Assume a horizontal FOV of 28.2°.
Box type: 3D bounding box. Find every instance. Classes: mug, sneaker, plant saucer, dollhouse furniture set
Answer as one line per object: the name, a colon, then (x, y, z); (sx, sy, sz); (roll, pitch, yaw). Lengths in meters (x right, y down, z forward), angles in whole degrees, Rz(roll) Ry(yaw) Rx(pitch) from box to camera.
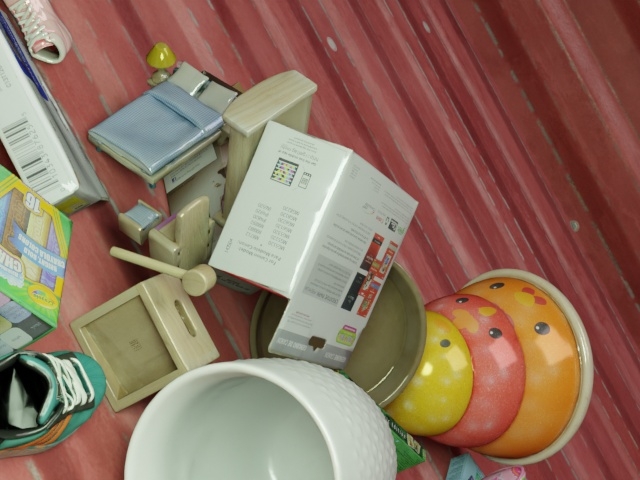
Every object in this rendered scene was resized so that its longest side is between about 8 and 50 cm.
mug: (-0.013, 0.317, 1.579); (0.374, 0.276, 0.328); (45, 13, 18)
sneaker: (-0.399, -0.303, 1.776); (0.134, 0.051, 0.070); (51, 22, -30)
plant saucer: (0.025, 0.138, 1.925); (0.278, 0.278, 0.041); (54, -7, -16)
dollhouse furniture set: (-0.202, -0.158, 1.722); (0.303, 0.198, 0.286); (35, 51, 23)
sneaker: (-0.310, 0.173, 1.388); (0.108, 0.121, 0.302); (64, 25, 4)

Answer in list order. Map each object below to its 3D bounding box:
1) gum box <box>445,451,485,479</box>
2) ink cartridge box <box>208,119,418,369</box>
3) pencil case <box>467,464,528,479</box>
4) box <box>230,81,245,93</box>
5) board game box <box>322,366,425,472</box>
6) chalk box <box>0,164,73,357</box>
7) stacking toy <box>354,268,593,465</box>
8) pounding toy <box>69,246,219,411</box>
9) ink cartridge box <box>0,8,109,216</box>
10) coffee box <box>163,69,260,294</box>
gum box: (0.272, 0.489, 2.237); (0.157, 0.041, 0.184); (56, 27, -14)
ink cartridge box: (-0.014, 0.018, 1.711); (0.272, 0.130, 0.309); (-67, 158, -3)
pencil case: (0.355, 0.525, 2.183); (0.284, 0.124, 0.124); (60, 26, -7)
box: (-0.119, -0.164, 2.188); (0.201, 0.021, 0.164); (56, 26, -10)
board game box: (0.029, 0.275, 1.896); (0.260, 0.136, 0.030); (46, 27, -30)
chalk box: (-0.371, 0.046, 1.391); (0.132, 0.132, 0.213); (43, 30, -35)
stacking toy: (0.196, 0.226, 2.140); (0.479, 0.350, 0.351); (0, 64, -44)
pounding toy: (-0.199, 0.083, 1.583); (0.181, 0.206, 0.094); (62, 25, 1)
ink cartridge box: (-0.380, -0.175, 1.614); (0.304, 0.072, 0.307); (61, -6, 0)
coffee box: (-0.145, -0.087, 1.950); (0.168, 0.118, 0.297); (24, 45, -53)
